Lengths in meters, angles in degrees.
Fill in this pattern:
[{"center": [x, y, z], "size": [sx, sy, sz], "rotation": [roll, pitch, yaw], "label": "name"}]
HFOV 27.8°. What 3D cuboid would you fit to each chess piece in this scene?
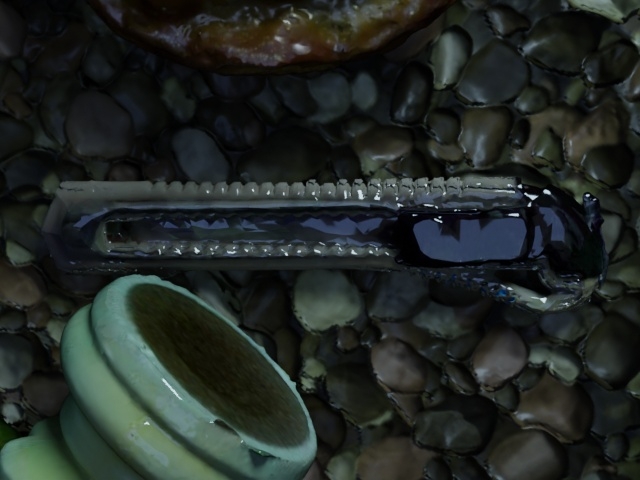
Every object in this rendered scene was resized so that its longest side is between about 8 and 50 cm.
[{"center": [-0.153, 0.178, 0.799], "size": [0.176, 0.176, 0.298], "rotation": [40, 104, -4], "label": "chess piece"}]

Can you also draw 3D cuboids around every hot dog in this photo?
[{"center": [-0.034, -0.179, 0.730], "size": [0.259, 0.114, 0.175], "rotation": [-7, 139, 5], "label": "hot dog"}]

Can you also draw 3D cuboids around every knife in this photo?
[{"center": [0.000, 0.001, 0.814], "size": [0.365, 0.043, 0.089], "rotation": [2, 101, 5], "label": "knife"}]

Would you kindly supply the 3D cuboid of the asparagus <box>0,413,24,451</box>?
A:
[{"center": [-0.385, 0.175, 0.853], "size": [0.382, 0.108, 0.128], "rotation": [-24, 93, 8], "label": "asparagus"}]
